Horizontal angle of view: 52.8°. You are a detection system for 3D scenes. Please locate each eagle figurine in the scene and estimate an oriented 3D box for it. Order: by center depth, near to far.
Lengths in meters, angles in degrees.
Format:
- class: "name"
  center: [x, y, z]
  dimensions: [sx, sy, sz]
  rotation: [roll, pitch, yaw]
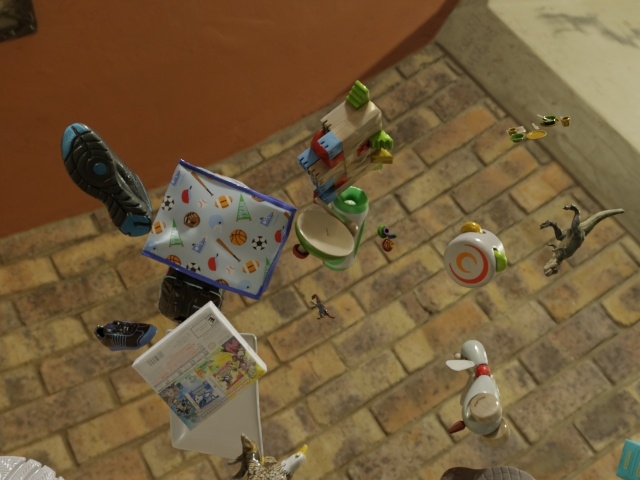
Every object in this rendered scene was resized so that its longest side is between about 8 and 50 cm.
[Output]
- class: "eagle figurine"
  center: [-0.083, 0.556, 1.419]
  dimensions: [0.226, 0.298, 0.225]
  rotation: [0, -64, -41]

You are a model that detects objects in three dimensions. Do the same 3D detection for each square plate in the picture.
- class: "square plate"
  center: [-0.291, 0.421, 1.786]
  dimensions: [0.347, 0.344, 0.049]
  rotation: [-3, 0, 34]

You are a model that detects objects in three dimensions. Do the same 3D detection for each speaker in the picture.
- class: "speaker"
  center: [0.078, -0.034, 2.164]
  dimensions: [0.131, 0.131, 0.296]
  rotation: [-20, -39, -30]

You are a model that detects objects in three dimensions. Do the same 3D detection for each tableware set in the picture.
- class: "tableware set"
  center: [0.546, -0.285, 1.618]
  dimensions: [0.154, 0.104, 0.024]
  rotation: [-13, -61, 9]

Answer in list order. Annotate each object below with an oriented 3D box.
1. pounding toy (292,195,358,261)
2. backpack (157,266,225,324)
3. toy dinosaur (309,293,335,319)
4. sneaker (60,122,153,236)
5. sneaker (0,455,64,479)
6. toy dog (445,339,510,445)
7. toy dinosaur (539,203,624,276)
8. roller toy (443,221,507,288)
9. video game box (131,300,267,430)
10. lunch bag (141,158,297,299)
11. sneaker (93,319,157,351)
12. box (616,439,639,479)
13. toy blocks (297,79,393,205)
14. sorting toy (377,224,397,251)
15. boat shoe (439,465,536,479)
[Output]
- class: "pounding toy"
  center: [0.000, 0.000, 1.887]
  dimensions: [0.110, 0.183, 0.237]
  rotation: [-56, 1, 35]
- class: "backpack"
  center: [-0.440, 0.180, 2.219]
  dimensions: [0.225, 0.191, 0.253]
  rotation: [20, -50, -5]
- class: "toy dinosaur"
  center: [-0.002, 0.216, 2.108]
  dimensions: [0.090, 0.082, 0.047]
  rotation: [6, -21, -20]
- class: "sneaker"
  center: [-0.564, -0.167, 1.716]
  dimensions: [0.125, 0.140, 0.341]
  rotation: [-22, -59, 6]
- class: "sneaker"
  center: [-0.382, 0.444, 0.946]
  dimensions: [0.124, 0.321, 0.180]
  rotation: [-59, -9, -46]
- class: "toy dog"
  center: [0.427, 0.444, 1.850]
  dimensions: [0.161, 0.220, 0.334]
  rotation: [-18, 14, 12]
- class: "toy dinosaur"
  center: [0.658, -0.026, 1.694]
  dimensions: [0.268, 0.118, 0.064]
  rotation: [-43, 4, 1]
- class: "roller toy"
  center: [0.542, 0.059, 2.270]
  dimensions: [0.146, 0.209, 0.191]
  rotation: [-28, -23, -52]
- class: "video game box"
  center: [-0.246, 0.258, 1.327]
  dimensions: [0.205, 0.187, 0.048]
  rotation: [-37, 9, 2]
- class: "lunch bag"
  center: [-0.299, -0.027, 2.014]
  dimensions: [0.239, 0.385, 0.328]
  rotation: [-6, -62, -82]
- class: "sneaker"
  center: [-0.615, 0.290, 2.017]
  dimensions: [0.232, 0.081, 0.090]
  rotation: [-17, -53, 32]
- class: "box"
  center: [0.847, 0.577, 1.565]
  dimensions: [0.060, 0.244, 0.100]
  rotation: [19, -94, -24]
- class: "toy blocks"
  center: [0.053, -0.255, 1.899]
  dimensions: [0.261, 0.191, 0.381]
  rotation: [-39, -21, -10]
- class: "sorting toy"
  center: [0.246, -0.011, 2.325]
  dimensions: [0.061, 0.102, 0.042]
  rotation: [-16, 4, -35]
- class: "boat shoe"
  center: [0.456, 0.672, 1.694]
  dimensions: [0.123, 0.116, 0.324]
  rotation: [-40, 13, -34]
